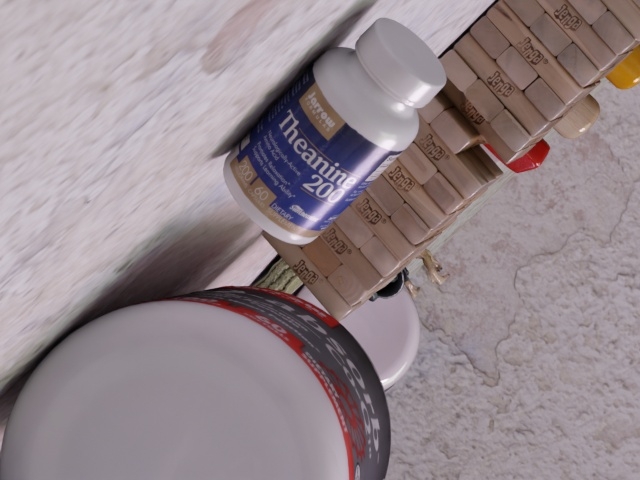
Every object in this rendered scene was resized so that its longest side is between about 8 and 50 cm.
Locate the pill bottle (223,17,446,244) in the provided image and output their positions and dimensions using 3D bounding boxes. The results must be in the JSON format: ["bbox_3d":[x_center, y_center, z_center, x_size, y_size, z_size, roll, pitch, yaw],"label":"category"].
[{"bbox_3d":[0.009,-0.059,1.032,0.120,0.067,0.067,-45,174,26],"label":"pill bottle"}]

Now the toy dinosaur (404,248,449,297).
[{"bbox_3d":[0.092,0.013,2.107,0.053,0.092,0.183,-33,-170,10],"label":"toy dinosaur"}]

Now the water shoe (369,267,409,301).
[{"bbox_3d":[0.048,0.029,1.982,0.073,0.080,0.203,-43,175,9],"label":"water shoe"}]

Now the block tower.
[{"bbox_3d":[0.110,-0.089,1.435,0.335,0.097,0.091,-42,175,18],"label":"block tower"}]

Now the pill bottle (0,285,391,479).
[{"bbox_3d":[-0.064,0.136,1.295,0.210,0.210,0.363,-43,175,7],"label":"pill bottle"}]

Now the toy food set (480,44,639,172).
[{"bbox_3d":[0.151,-0.128,1.583,0.111,0.104,0.232,-55,-162,-21],"label":"toy food set"}]

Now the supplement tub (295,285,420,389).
[{"bbox_3d":[0.032,0.108,2.159,0.144,0.144,0.200,-42,175,-7],"label":"supplement tub"}]

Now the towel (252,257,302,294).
[{"bbox_3d":[0.000,0.000,1.684,0.110,0.027,0.148,-39,173,-43],"label":"towel"}]
